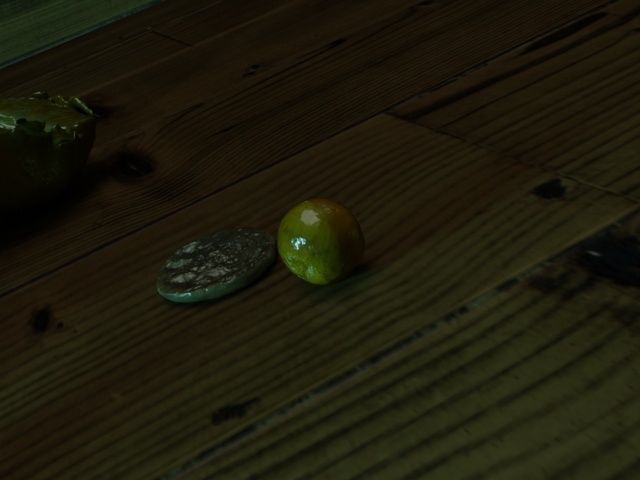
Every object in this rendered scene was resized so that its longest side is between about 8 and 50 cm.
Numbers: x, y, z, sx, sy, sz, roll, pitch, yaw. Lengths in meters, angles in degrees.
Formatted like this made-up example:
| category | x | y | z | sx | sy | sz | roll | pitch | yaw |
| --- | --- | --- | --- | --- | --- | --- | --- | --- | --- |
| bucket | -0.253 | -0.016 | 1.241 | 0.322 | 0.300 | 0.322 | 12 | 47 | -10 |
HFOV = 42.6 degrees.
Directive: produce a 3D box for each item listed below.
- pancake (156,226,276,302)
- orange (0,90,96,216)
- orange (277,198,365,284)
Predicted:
| category | x | y | z | sx | sy | sz | roll | pitch | yaw |
| --- | --- | --- | --- | --- | --- | --- | --- | --- | --- |
| pancake | -0.110 | 0.023 | 0.864 | 0.140 | 0.022 | 0.139 | -16 | 27 | 8 |
| orange | -0.494 | -0.132 | 1.235 | 0.263 | 0.196 | 0.334 | -5 | 8 | 17 |
| orange | 0.000 | 0.000 | 0.758 | 0.083 | 0.083 | 0.070 | 6 | 48 | 43 |
